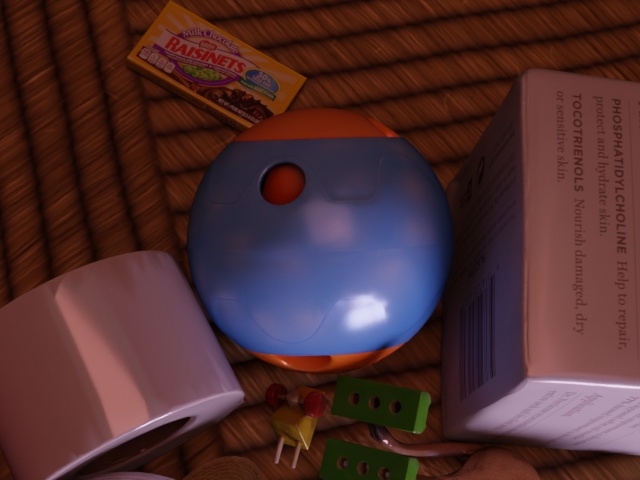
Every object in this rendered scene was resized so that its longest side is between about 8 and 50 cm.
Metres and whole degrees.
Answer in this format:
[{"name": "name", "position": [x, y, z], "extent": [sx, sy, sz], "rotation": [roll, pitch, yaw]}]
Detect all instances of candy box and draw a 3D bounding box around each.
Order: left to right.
[{"name": "candy box", "position": [-0.131, -0.214, 1.369], "extent": [0.206, 0.027, 0.105], "rotation": [30, 66, 3]}]

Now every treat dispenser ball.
[{"name": "treat dispenser ball", "position": [0.000, 0.000, 1.170], "extent": [0.288, 0.288, 0.288], "rotation": [3, 70, -7]}]

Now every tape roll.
[{"name": "tape roll", "position": [-0.222, 0.141, 1.111], "extent": [0.246, 0.246, 0.169], "rotation": [-25, 76, -16]}]

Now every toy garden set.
[{"name": "toy garden set", "position": [0.014, 0.266, 1.141], "extent": [0.204, 0.049, 0.244], "rotation": [5, 80, 39]}]

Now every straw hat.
[{"name": "straw hat", "position": [-0.109, 0.308, 1.162], "extent": [0.144, 0.144, 0.061], "rotation": [-45, 122, -20]}]

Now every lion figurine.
[{"name": "lion figurine", "position": [0.225, 0.331, 1.162], "extent": [0.240, 0.142, 0.392], "rotation": [-12, 64, -39]}]

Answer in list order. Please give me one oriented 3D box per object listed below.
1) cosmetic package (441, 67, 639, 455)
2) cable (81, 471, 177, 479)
[{"name": "cosmetic package", "position": [0.360, 0.050, 1.184], "extent": [0.394, 0.329, 0.327], "rotation": [6, 69, -7]}, {"name": "cable", "position": [-0.183, 0.345, 1.059], "extent": [0.257, 0.089, 0.257], "rotation": [42, 111, -1]}]
